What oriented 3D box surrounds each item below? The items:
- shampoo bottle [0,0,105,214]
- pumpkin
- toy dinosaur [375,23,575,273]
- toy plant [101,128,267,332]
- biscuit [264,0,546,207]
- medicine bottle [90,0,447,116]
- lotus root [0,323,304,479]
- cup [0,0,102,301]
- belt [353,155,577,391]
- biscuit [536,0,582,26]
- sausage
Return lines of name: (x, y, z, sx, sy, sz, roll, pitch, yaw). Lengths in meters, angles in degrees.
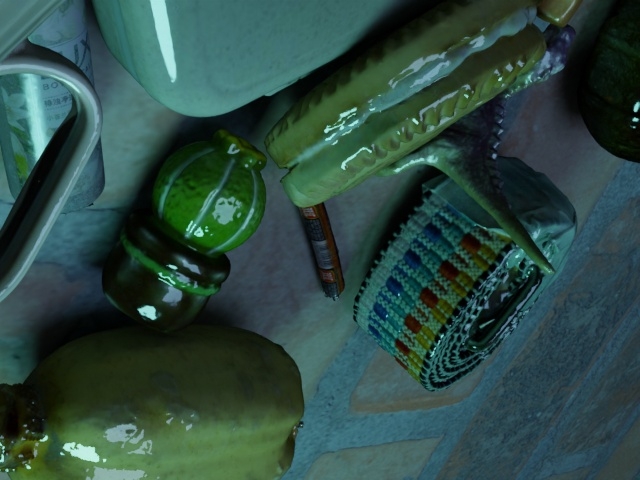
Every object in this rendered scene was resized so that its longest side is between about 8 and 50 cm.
shampoo bottle: (-0.176, -0.116, 0.585, 0.072, 0.072, 0.214, -25, 138, -29)
pumpkin: (0.400, -0.193, 1.047, 0.238, 0.159, 0.238, -24, 139, -23)
toy dinosaur: (0.141, -0.080, 0.854, 0.072, 0.200, 0.251, 42, 57, -29)
toy plant: (-0.102, -0.011, 0.747, 0.093, 0.093, 0.162, 19, 106, -53)
biscuit: (0.068, -0.114, 0.748, 0.259, 0.079, 0.259, -33, -178, 1)
medicine bottle: (0.017, -0.251, 0.611, 0.375, 0.123, 0.282, -31, 145, -24)
lotus root: (-0.152, 0.154, 0.806, 0.343, 0.151, 0.169, 6, 104, -44)
cup: (-0.240, -0.103, 0.416, 0.273, 0.208, 0.288, -46, 153, -2)
belt: (0.163, 0.032, 1.020, 0.257, 0.150, 0.207, -52, 153, 8)
biscuit: (0.245, -0.325, 0.766, 0.284, 0.043, 0.306, -36, 145, -70)
sausage: (0.000, 0.000, 0.923, 0.028, 0.025, 0.198, -12, 140, 5)
